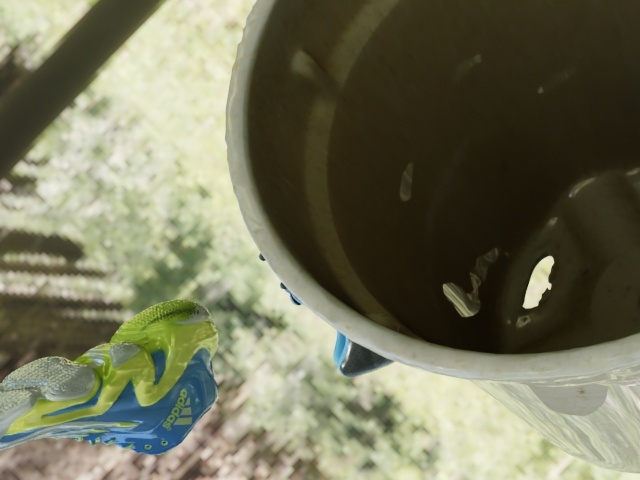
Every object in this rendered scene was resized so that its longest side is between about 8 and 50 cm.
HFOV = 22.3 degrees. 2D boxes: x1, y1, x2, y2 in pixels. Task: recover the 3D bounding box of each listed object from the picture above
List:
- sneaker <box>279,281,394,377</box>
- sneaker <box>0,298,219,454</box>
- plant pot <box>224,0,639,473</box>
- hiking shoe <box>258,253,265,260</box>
[{"bbox_3d":[0.000,0.000,1.832,0.341,0.139,0.125,57,-179,-8],"label":"sneaker"},{"bbox_3d":[-0.184,0.151,1.408,0.091,0.240,0.126,25,136,59],"label":"sneaker"},{"bbox_3d":[0.159,-0.022,0.895,0.334,0.334,0.305,46,177,35],"label":"plant pot"},{"bbox_3d":[-0.036,-0.077,1.535,0.086,0.114,0.227,-61,-36,-63],"label":"hiking shoe"}]
